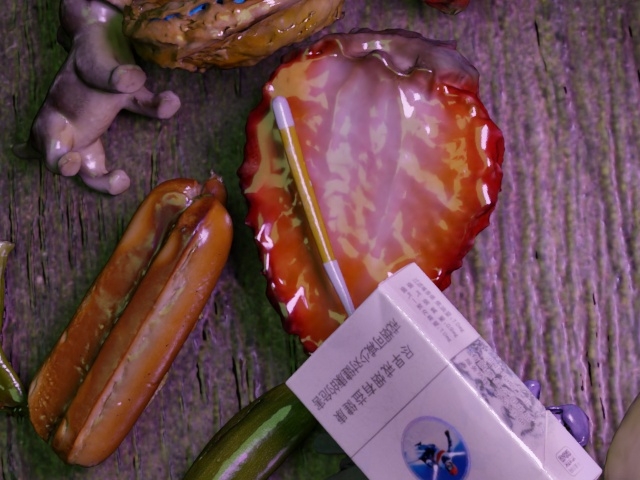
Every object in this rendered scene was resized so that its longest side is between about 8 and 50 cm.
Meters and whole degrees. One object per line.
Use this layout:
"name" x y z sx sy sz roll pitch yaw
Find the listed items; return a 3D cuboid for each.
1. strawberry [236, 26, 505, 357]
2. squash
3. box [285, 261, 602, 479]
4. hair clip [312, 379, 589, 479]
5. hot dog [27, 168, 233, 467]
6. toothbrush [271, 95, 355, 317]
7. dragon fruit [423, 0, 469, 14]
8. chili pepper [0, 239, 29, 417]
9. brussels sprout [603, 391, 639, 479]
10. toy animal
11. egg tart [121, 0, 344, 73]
"strawberry" 0.053 -0.044 1.797 0.265 0.149 0.336 9 94 13
"squash" -0.094 0.244 1.819 0.318 0.071 0.080 -53 48 -1
"box" 0.109 0.169 1.642 0.256 0.069 0.164 48 127 8
"hair clip" 0.117 0.187 1.755 0.278 0.090 0.137 -12 73 15
"hot dog" -0.182 0.080 1.853 0.337 0.100 0.135 -59 40 8
"toothbrush" 0.000 0.000 1.726 0.024 0.021 0.288 -19 89 25
"dragon fruit" 0.183 -0.338 1.786 0.269 0.198 0.200 -11 56 7
"chili pepper" -0.350 0.094 1.941 0.052 0.050 0.201 -20 74 51
"brussels sprout" 0.390 0.221 1.598 0.274 0.242 0.316 30 95 1
"toy animal" -0.235 -0.166 1.918 0.169 0.121 0.233 32 101 36
"egg tart" -0.062 -0.239 1.821 0.291 0.291 0.107 -19 110 13
